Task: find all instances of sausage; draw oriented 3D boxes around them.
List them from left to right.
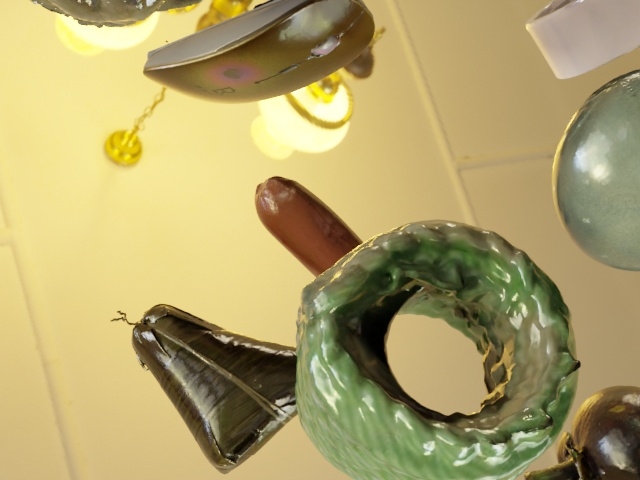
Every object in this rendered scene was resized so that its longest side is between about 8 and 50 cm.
[{"bbox_3d":[0.000,0.000,0.963,0.194,0.077,0.077,43,-124,-11],"label":"sausage"}]

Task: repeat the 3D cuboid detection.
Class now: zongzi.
[{"bbox_3d":[-0.099,0.133,1.059,0.241,0.111,0.248,-35,-111,-16],"label":"zongzi"}]

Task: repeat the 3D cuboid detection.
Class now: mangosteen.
[{"bbox_3d":[0.487,0.373,1.367,0.289,0.231,0.231,-25,-95,-7],"label":"mangosteen"}]

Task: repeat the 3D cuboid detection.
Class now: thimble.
[{"bbox_3d":[0.084,0.092,0.644,0.219,0.150,0.219,3,-119,-5],"label":"thimble"}]

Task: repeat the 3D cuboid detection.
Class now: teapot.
[{"bbox_3d":[0.309,-0.035,0.644,0.183,0.251,0.183,-7,-68,-18],"label":"teapot"}]

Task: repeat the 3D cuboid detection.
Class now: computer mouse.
[{"bbox_3d":[-0.081,-0.235,1.050,0.158,0.310,0.072,17,-117,-60],"label":"computer mouse"}]

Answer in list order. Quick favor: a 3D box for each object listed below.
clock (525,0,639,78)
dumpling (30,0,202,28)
[{"bbox_3d":[0.307,-0.242,0.816,0.197,0.197,0.068,-41,-78,-35],"label":"clock"},{"bbox_3d":[-0.235,-0.261,0.770,0.332,0.166,0.086,15,-141,0],"label":"dumpling"}]
